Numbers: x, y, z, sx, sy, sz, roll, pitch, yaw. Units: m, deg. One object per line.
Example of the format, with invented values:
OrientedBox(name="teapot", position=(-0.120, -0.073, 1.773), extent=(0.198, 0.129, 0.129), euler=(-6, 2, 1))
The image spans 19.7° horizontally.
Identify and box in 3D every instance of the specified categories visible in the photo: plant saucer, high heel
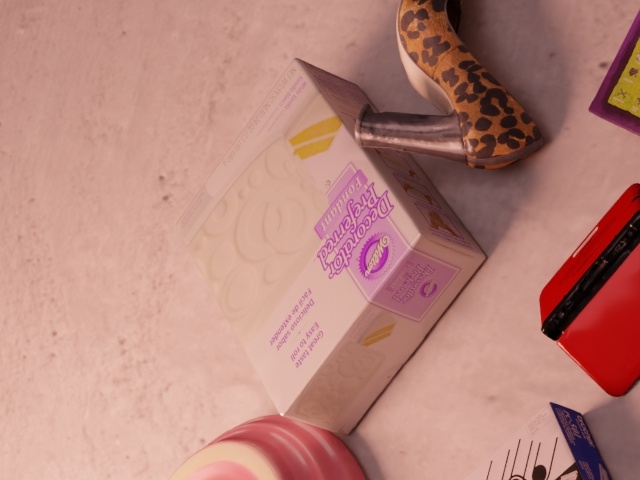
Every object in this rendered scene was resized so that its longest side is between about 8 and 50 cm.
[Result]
OrientedBox(name="plant saucer", position=(-0.084, 0.330, 1.836), extent=(0.332, 0.084, 0.332), euler=(-26, 54, 41))
OrientedBox(name="high heel", position=(0.161, -0.182, 1.822), extent=(0.186, 0.093, 0.261), euler=(9, 59, 23))

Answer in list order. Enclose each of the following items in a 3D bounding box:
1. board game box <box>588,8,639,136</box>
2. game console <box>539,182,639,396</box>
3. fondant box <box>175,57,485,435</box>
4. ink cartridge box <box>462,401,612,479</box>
OrientedBox(name="board game box", position=(0.388, -0.141, 1.524), extent=(0.347, 0.056, 0.208), euler=(36, 105, 51))
OrientedBox(name="game console", position=(0.267, 0.041, 1.607), extent=(0.144, 0.085, 0.124), euler=(-52, 10, 20))
OrientedBox(name="fondant box", position=(0.000, 0.000, 1.884), extent=(0.238, 0.096, 0.330), euler=(-53, 41, 18))
OrientedBox(name="ink cartridge box", position=(0.162, 0.244, 1.610), extent=(0.207, 0.046, 0.097), euler=(-46, 41, 26))
